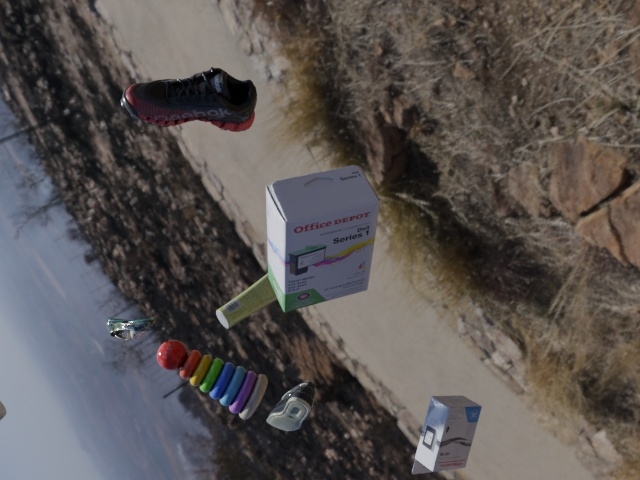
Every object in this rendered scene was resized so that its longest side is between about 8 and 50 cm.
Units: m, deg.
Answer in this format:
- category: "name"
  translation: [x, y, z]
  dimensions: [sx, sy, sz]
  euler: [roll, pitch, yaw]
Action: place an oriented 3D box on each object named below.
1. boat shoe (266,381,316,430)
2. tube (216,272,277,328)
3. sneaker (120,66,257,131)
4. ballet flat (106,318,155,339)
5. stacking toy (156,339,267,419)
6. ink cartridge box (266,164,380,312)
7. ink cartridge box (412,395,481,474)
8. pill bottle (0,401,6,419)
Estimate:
- category: "boat shoe"
  translation: [-0.074, 0.446, 1.754]
  dimensions: [0.084, 0.079, 0.233]
  euler: [29, 139, -7]
- category: "tube"
  translation: [-0.182, 0.163, 1.867]
  dimensions: [0.062, 0.240, 0.070]
  euler: [22, 137, 47]
- category: "sneaker"
  translation: [-0.248, -0.287, 1.304]
  dimensions: [0.135, 0.276, 0.098]
  euler: [-44, 51, 56]
- category: "ballet flat"
  translation: [-0.558, 0.262, 1.948]
  dimensions: [0.188, 0.070, 0.070]
  euler: [-5, 116, 36]
- category: "stacking toy"
  translation: [-0.329, 0.396, 1.940]
  dimensions: [0.330, 0.141, 0.141]
  euler: [28, 155, -8]
- category: "ink cartridge box"
  translation: [0.000, 0.000, 1.364]
  dimensions: [0.278, 0.201, 0.117]
  euler: [93, 157, -46]
- category: "ink cartridge box"
  translation: [0.269, 0.427, 1.408]
  dimensions: [0.060, 0.104, 0.180]
  euler: [22, 102, 54]
- category: "pill bottle"
  translation: [-0.650, 0.348, 1.128]
  dimensions: [0.117, 0.208, 0.117]
  euler: [42, 169, 10]
